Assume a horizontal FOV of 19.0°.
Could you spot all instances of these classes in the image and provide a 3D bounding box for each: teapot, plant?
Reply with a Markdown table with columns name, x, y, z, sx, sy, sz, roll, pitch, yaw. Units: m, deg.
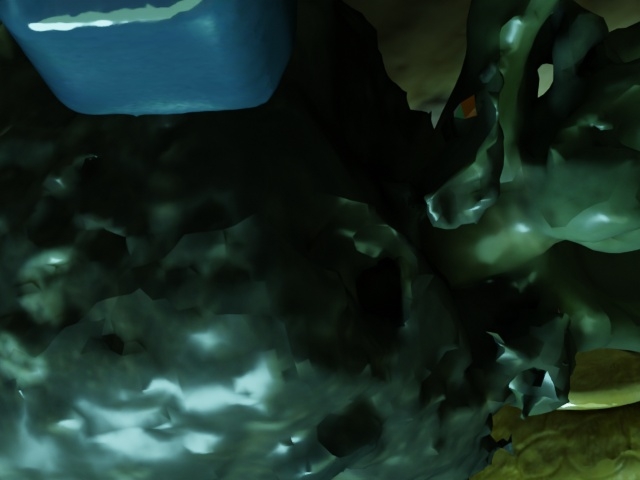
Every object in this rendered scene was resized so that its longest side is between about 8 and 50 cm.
| name | x | y | z | sx | sy | sz | roll | pitch | yaw |
| --- | --- | --- | --- | --- | --- | --- | --- | --- | --- |
| teapot | 0.145 | 0.086 | 0.957 | 0.311 | 0.203 | 0.167 | -16 | 117 | -21 |
| plant | 0.000 | 0.000 | 0.675 | 0.312 | 0.213 | 0.215 | -9 | 152 | 16 |

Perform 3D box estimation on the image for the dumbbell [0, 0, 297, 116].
| name | x | y | z | sx | sy | sz | roll | pitch | yaw |
| --- | --- | --- | --- | --- | --- | --- | --- | --- | --- |
| dumbbell | 0.070 | -0.119 | 0.497 | 0.325 | 0.160 | 0.144 | -5 | -162 | 2 |
